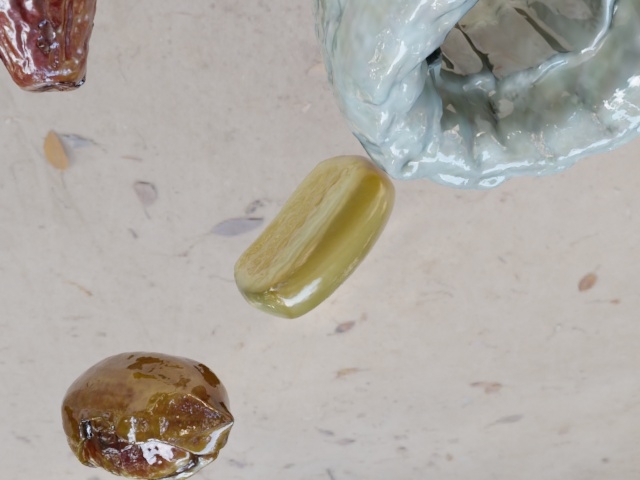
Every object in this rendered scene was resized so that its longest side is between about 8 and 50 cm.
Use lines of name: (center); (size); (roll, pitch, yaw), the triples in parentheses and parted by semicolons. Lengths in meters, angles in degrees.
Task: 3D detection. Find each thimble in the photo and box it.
thimble: (0.127, -0.183, 0.477); (0.291, 0.195, 0.291); (-13, 147, -8)

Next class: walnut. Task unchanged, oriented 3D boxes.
walnut: (-0.155, 0.158, 0.648); (0.207, 0.116, 0.116); (-7, 150, 33)

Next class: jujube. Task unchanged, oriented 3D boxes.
jujube: (-0.433, -0.376, 1.098); (0.197, 0.290, 0.197); (-7, -174, 1)

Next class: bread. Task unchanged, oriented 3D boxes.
bread: (0.000, 0.000, 0.831); (0.098, 0.147, 0.217); (42, 83, -23)
